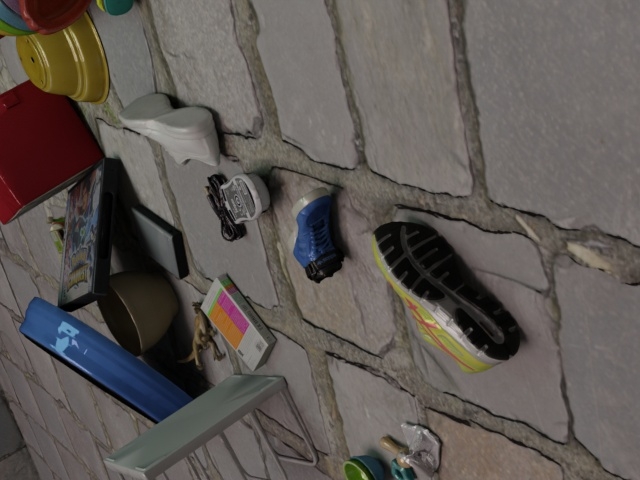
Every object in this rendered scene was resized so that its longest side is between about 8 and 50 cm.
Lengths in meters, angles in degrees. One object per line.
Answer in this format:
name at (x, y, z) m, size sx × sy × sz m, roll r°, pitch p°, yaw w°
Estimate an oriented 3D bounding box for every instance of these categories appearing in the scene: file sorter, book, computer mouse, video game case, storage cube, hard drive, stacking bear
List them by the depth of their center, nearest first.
computer mouse at (-0.111, -0.057, 1.366) m, size 0.193 × 0.042 × 0.106 m, roll -12°, pitch 100°, yaw 65°
stacking bear at (-0.490, -0.388, 1.492) m, size 0.289 × 0.164 × 0.175 m, roll -9°, pitch 115°, yaw 45°
book at (-0.135, 0.136, 1.571) m, size 0.144 × 0.035 × 0.096 m, roll 51°, pitch 146°, yaw 16°
file sorter at (-0.176, 0.368, 1.583) m, size 0.192 × 0.277 × 0.173 m, roll -12°, pitch 106°, yaw 59°
hard drive at (-0.287, 0.001, 1.699) m, size 0.135 × 0.022 × 0.094 m, roll 32°, pitch 139°, yaw 41°
storage cube at (-0.551, -0.171, 1.780) m, size 0.193 × 0.215 × 0.183 m, roll 58°, pitch 150°, yaw -7°
video game case at (-0.441, -0.003, 1.792) m, size 0.275 × 0.035 × 0.248 m, roll -21°, pitch 64°, yaw 60°

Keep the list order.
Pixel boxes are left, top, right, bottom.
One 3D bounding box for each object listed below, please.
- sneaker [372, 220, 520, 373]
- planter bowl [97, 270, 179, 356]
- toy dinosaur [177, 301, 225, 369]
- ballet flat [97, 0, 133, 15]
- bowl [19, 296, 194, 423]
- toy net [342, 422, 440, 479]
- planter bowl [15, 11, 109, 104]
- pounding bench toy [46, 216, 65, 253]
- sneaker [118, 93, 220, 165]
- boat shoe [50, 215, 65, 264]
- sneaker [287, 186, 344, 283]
sneaker at (0.125, 0.070, 1.070) m, size 0.208 × 0.081 × 0.094 m, roll 51°, pitch 151°, yaw 17°
planter bowl at (-0.335, 0.123, 1.787) m, size 0.162 × 0.109 × 0.162 m, roll 37°, pitch 142°, yaw 37°
toy dinosaur at (-0.216, 0.186, 1.734) m, size 0.093 × 0.053 × 0.183 m, roll 59°, pitch 146°, yaw 37°
ballet flat at (-0.287, -0.412, 1.311) m, size 0.077 × 0.077 × 0.231 m, roll 65°, pitch 155°, yaw 24°
bowl at (-0.424, 0.252, 1.886) m, size 0.391 × 0.077 × 0.391 m, roll 31°, pitch 164°, yaw 10°
toy net at (0.112, 0.332, 1.342) m, size 0.122 × 0.045 × 0.232 m, roll 55°, pitch 149°, yaw 12°
planter bowl at (-0.456, -0.320, 1.623) m, size 0.217 × 0.090 × 0.217 m, roll 37°, pitch 142°, yaw 36°
pounding bench toy at (-0.533, -0.023, 2.011) m, size 0.052 × 0.065 × 0.083 m, roll -9°, pitch 107°, yaw 59°
sneaker at (-0.226, -0.158, 1.430) m, size 0.212 × 0.080 × 0.094 m, roll 24°, pitch 145°, yaw 45°
boat shoe at (-0.559, 0.013, 2.107) m, size 0.043 × 0.049 × 0.137 m, roll -85°, pitch -16°, yaw -60°
sneaker at (0.001, 0.000, 1.218) m, size 0.085 × 0.058 × 0.152 m, roll 56°, pitch 154°, yaw 20°
